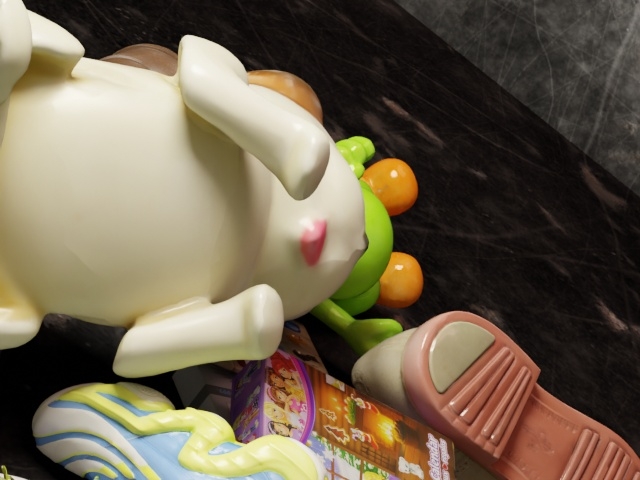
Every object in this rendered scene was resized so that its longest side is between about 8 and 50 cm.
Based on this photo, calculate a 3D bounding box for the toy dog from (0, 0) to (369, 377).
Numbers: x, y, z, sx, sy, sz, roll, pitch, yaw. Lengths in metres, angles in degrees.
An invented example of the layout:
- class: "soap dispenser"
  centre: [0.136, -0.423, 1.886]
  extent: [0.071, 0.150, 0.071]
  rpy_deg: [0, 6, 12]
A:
- class: "toy dog"
  centre: [-0.149, -0.022, 1.274]
  extent: [0.408, 0.285, 0.395]
  rpy_deg: [6, -2, -37]

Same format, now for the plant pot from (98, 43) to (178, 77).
- class: "plant pot"
  centre: [-0.215, -0.100, 1.566]
  extent: [0.167, 0.167, 0.165]
  rpy_deg: [45, 31, 20]

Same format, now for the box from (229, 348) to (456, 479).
- class: "box"
  centre: [0.021, 0.236, 1.284]
  extent: [0.201, 0.057, 0.293]
  rpy_deg: [29, 34, -22]

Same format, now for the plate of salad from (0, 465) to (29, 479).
- class: "plate of salad"
  centre: [-0.185, 0.222, 1.099]
  extent: [0.200, 0.048, 0.200]
  rpy_deg: [31, 22, -14]

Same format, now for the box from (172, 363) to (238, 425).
- class: "box"
  centre: [-0.037, 0.183, 1.409]
  extent: [0.145, 0.038, 0.186]
  rpy_deg: [19, 29, -36]

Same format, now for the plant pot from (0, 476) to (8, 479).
- class: "plant pot"
  centre: [-0.143, 0.255, 0.858]
  extent: [0.254, 0.276, 0.276]
  rpy_deg: [31, 20, 17]

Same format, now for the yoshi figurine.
- class: "yoshi figurine"
  centre: [0.026, 0.006, 1.602]
  extent: [0.203, 0.203, 0.362]
  rpy_deg: [40, 18, 15]

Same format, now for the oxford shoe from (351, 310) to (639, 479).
- class: "oxford shoe"
  centre: [0.189, 0.223, 1.533]
  extent: [0.397, 0.146, 0.140]
  rpy_deg: [50, 55, -15]

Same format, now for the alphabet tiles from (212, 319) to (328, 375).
- class: "alphabet tiles"
  centre: [-0.085, 0.076, 1.528]
  extent: [0.198, 0.009, 0.237]
  rpy_deg: [25, 14, -21]

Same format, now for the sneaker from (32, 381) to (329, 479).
- class: "sneaker"
  centre: [-0.120, 0.178, 1.172]
  extent: [0.240, 0.091, 0.126]
  rpy_deg: [8, 40, 22]
